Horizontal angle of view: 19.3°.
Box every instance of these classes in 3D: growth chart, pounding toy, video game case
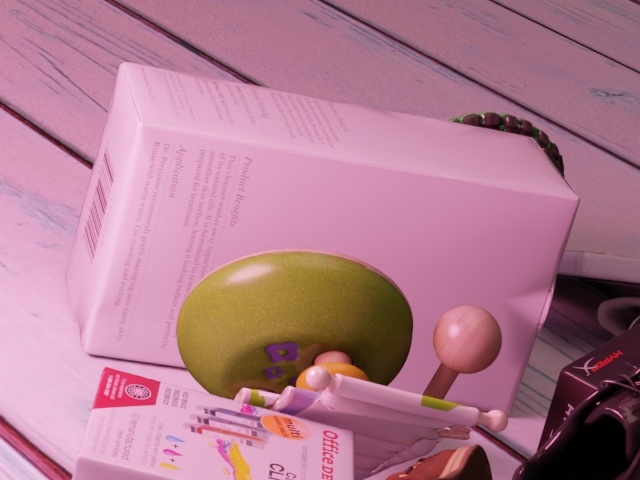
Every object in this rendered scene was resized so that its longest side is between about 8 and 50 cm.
[{"bbox_3d":[-0.007,0.135,1.310,0.172,0.237,0.021,18,63,-27],"label":"growth chart"},{"bbox_3d":[0.006,0.111,1.431,0.237,0.183,0.110,14,46,-15],"label":"pounding toy"},{"bbox_3d":[0.308,0.031,1.882,0.227,0.026,0.206,6,-1,-22],"label":"video game case"}]

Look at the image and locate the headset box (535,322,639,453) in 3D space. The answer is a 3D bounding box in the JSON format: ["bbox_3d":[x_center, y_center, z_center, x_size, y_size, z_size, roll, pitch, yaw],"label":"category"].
[{"bbox_3d":[0.354,0.180,1.512,0.293,0.110,0.218,29,31,30],"label":"headset box"}]

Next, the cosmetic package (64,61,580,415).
[{"bbox_3d":[0.000,0.000,1.594,0.385,0.217,0.156,10,22,-18],"label":"cosmetic package"}]

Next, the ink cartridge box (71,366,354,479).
[{"bbox_3d":[-0.075,0.181,1.205,0.176,0.127,0.128,15,21,-5],"label":"ink cartridge box"}]

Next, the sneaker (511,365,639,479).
[{"bbox_3d":[0.251,0.133,1.363,0.286,0.130,0.109,-41,56,-13],"label":"sneaker"}]

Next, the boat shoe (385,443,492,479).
[{"bbox_3d":[0.071,0.198,1.373,0.060,0.064,0.178,-9,9,26],"label":"boat shoe"}]

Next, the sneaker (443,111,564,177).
[{"bbox_3d":[0.087,-0.066,1.897,0.343,0.134,0.146,3,2,-19],"label":"sneaker"}]

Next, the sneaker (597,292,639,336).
[{"bbox_3d":[0.348,0.107,1.747,0.095,0.090,0.235,10,10,-25],"label":"sneaker"}]
